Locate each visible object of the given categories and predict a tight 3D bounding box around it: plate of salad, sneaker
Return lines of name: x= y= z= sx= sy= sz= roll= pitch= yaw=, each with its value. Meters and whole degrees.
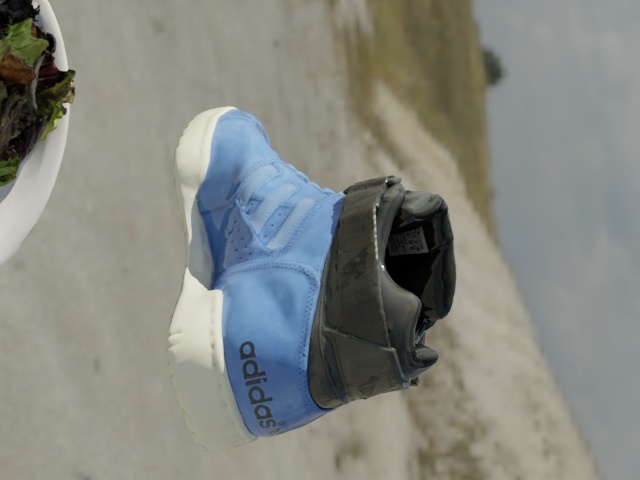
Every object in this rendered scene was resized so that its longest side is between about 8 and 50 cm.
plate of salad: x=-0.193 y=-0.060 z=0.989 sx=0.200 sy=0.048 sz=0.199 roll=-20 pitch=116 yaw=-49
sneaker: x=0.000 y=0.001 z=0.592 sx=0.152 sy=0.085 sz=0.058 roll=-91 pitch=164 yaw=-58
